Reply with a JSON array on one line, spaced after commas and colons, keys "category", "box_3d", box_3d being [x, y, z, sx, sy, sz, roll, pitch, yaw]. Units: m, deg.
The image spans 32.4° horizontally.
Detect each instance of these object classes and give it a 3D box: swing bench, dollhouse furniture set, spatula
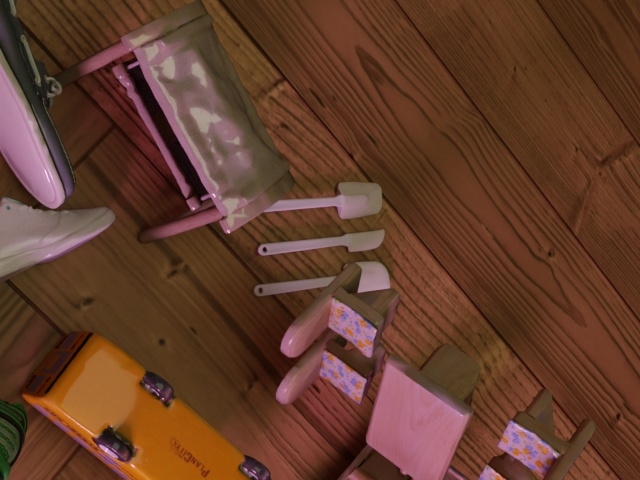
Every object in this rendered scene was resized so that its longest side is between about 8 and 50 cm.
[{"category": "swing bench", "box_3d": [-0.169, -0.146, 1.376, 0.165, 0.255, 0.253, -34, 105, -31]}, {"category": "dollhouse furniture set", "box_3d": [0.090, 0.303, 1.422, 0.362, 0.394, 0.256, 34, 58, 18]}, {"category": "spatula", "box_3d": [0.000, 0.000, 1.624, 0.242, 0.019, 0.168, -5, 94, -33]}]

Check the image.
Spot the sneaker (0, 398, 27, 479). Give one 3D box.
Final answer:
[{"category": "sneaker", "box_3d": [-0.482, 0.156, 1.222, 0.343, 0.134, 0.146, 41, 28, -9]}]

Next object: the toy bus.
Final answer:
[{"category": "toy bus", "box_3d": [-0.207, 0.258, 1.390, 0.332, 0.130, 0.108, 45, 62, -22]}]

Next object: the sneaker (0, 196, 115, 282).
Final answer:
[{"category": "sneaker", "box_3d": [-0.356, -0.016, 1.354, 0.212, 0.080, 0.094, -25, 88, -32]}]

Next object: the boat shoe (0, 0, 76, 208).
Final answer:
[{"category": "boat shoe", "box_3d": [-0.359, -0.197, 1.335, 0.099, 0.116, 0.319, -26, 92, -36]}]
